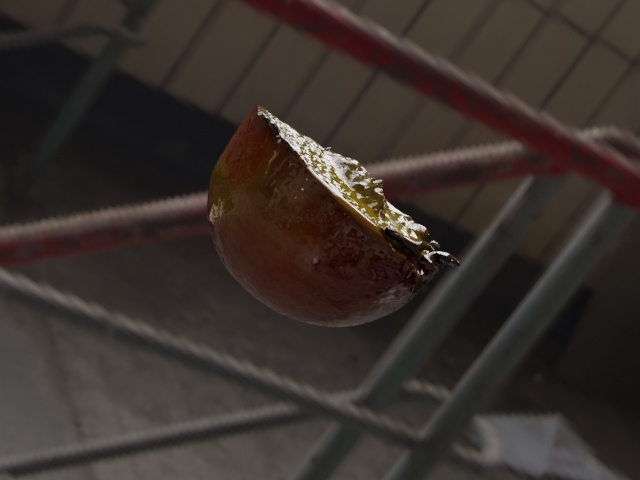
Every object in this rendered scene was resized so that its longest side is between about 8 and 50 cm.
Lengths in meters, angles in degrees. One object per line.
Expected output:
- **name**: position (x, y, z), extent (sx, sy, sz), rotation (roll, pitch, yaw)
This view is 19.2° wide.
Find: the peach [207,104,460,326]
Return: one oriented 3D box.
- **peach**: position (0.000, -0.001, 0.670), extent (0.098, 0.061, 0.098), rotation (40, 10, -8)
